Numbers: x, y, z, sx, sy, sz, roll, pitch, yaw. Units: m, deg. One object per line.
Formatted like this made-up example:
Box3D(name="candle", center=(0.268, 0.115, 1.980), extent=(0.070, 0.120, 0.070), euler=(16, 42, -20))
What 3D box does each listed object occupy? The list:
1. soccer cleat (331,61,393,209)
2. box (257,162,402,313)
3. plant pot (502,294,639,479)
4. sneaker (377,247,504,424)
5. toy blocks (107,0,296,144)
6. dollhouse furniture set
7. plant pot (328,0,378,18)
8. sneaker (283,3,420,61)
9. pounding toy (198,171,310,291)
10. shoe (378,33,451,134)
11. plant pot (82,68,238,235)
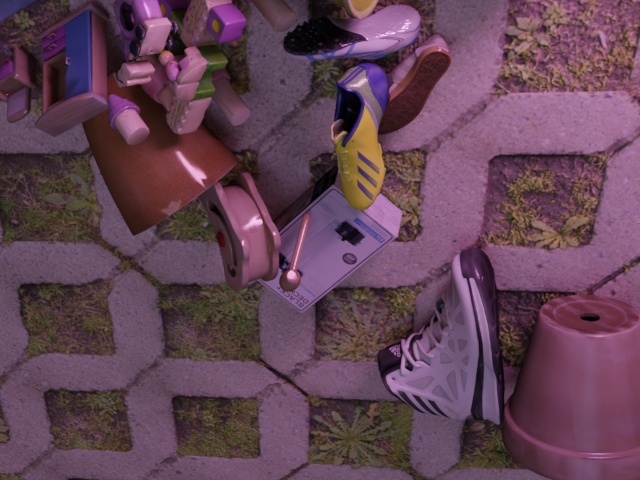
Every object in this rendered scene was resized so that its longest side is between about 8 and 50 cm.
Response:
Box3D(name="soccer cleat", center=(0.054, -0.169, 1.707), extent=(0.093, 0.121, 0.289), euler=(32, 136, 32))
Box3D(name="box", center=(0.000, 0.000, 1.934), extent=(0.169, 0.087, 0.290), euler=(39, 125, -17))
Box3D(name="plant pot", center=(0.514, 0.269, 1.922), extent=(0.323, 0.323, 0.280), euler=(1, 112, 11))
Box3D(name="sneaker", center=(0.231, 0.210, 1.995), extent=(0.258, 0.169, 0.447), euler=(-3, 129, 11))
Box3D(name="toy blocks", center=(-0.255, -0.348, 1.618), extent=(0.260, 0.309, 0.288), euler=(54, 138, 20))
Box3D(name="dollhouse furniture set", center=(-0.539, -0.321, 1.647), extent=(0.286, 0.198, 0.303), euler=(-22, 149, 27))
Box3D(name="plant pot", center=(-0.036, -0.489, 1.477), extent=(0.254, 0.276, 0.276), euler=(14, 129, 15))
Box3D(name="sneaker", center=(0.053, -0.324, 1.627), extent=(0.237, 0.085, 0.086), euler=(-14, 146, -16))
Box3D(name="pounding toy", center=(-0.111, -0.006, 1.868), extent=(0.155, 0.269, 0.154), euler=(-17, 158, -24))
Box3D(name="shoe", center=(0.152, -0.267, 1.724), extent=(0.077, 0.058, 0.219), euler=(16, 136, -28))
Box3D(name="plant pot", center=(-0.318, -0.178, 1.797), extent=(0.237, 0.237, 0.254), euler=(-30, 102, 29))
